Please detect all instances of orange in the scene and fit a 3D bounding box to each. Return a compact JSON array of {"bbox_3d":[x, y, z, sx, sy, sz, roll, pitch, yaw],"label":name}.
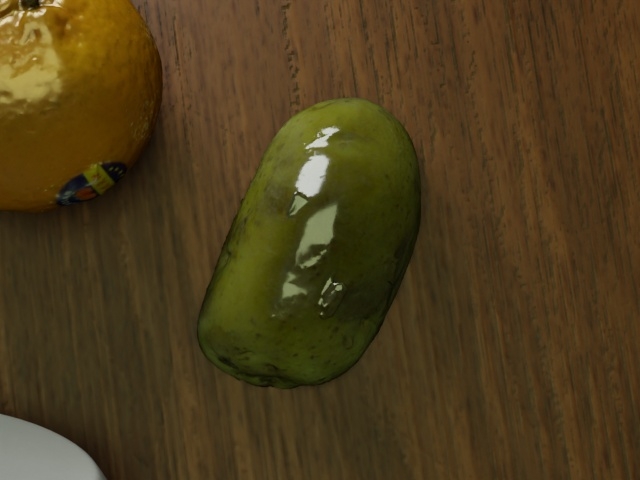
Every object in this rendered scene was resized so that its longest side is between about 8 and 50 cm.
[{"bbox_3d":[-0.240,-0.130,0.991,0.219,0.193,0.219,-3,71,8],"label":"orange"}]

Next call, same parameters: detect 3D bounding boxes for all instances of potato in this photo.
[{"bbox_3d":[0.000,0.000,1.029,0.160,0.111,0.271,24,82,1],"label":"potato"}]

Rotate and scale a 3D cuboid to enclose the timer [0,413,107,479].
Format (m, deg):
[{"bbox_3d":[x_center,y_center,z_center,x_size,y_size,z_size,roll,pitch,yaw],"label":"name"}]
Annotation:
[{"bbox_3d":[-0.293,0.285,0.912,0.285,0.285,0.285,0,84,-4],"label":"timer"}]
